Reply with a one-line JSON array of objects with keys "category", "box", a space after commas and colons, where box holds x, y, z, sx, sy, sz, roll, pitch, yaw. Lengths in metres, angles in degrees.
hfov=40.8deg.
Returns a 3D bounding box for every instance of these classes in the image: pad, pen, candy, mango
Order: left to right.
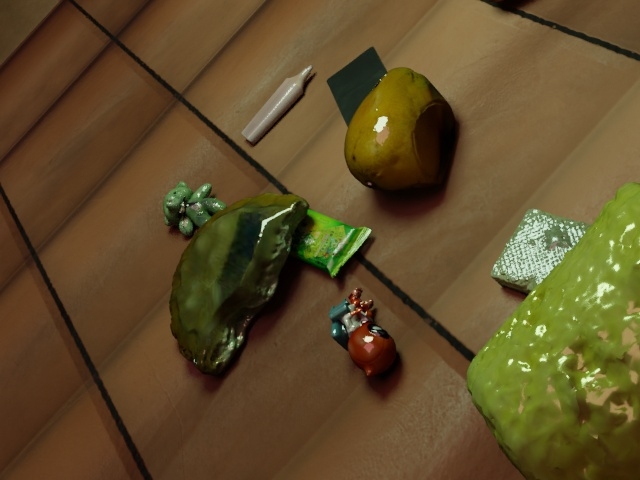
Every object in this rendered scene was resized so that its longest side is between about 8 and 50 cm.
[{"category": "pen", "box": [-0.082, -0.277, 1.730, 0.197, 0.032, 0.053, -48, 40, 3]}, {"category": "candy", "box": [-0.001, -0.001, 1.444, 0.178, 0.032, 0.102, 23, 77, 48]}, {"category": "pad", "box": [0.078, -0.286, 1.623, 0.116, 0.004, 0.193, -34, 42, 14]}, {"category": "mango", "box": [0.119, -0.185, 1.412, 0.166, 0.136, 0.236, -8, 49, 40]}]

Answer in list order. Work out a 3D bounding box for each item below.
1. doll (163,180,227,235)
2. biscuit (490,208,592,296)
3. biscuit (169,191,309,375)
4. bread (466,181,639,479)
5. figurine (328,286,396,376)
[{"category": "doll", "box": [-0.251, -0.065, 1.682, 0.150, 0.077, 0.115, 15, 80, 34]}, {"category": "biscuit", "box": [0.332, 0.031, 1.137, 0.199, 0.040, 0.121, 21, 72, 48]}, {"category": "biscuit", "box": [-0.156, 0.067, 1.476, 0.329, 0.078, 0.335, -24, 50, 39]}, {"category": "bread", "box": [0.332, 0.142, 0.837, 0.308, 0.348, 0.348, -41, 41, 16]}, {"category": "figurine", "box": [0.062, 0.140, 1.257, 0.075, 0.068, 0.140, -35, 41, 9]}]
